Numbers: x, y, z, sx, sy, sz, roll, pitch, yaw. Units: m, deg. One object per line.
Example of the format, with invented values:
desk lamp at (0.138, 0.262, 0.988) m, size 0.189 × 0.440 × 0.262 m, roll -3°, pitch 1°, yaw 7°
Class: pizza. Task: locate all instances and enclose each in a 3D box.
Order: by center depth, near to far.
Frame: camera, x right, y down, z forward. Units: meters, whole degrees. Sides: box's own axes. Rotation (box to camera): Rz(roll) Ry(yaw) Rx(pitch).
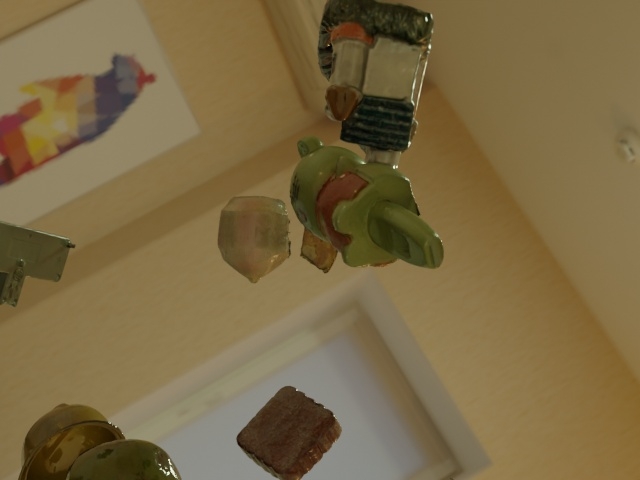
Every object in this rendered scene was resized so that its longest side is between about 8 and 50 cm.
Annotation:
pizza at (0.000, 0.000, 2.432) m, size 0.036 × 0.099 × 0.160 m, roll 172°, pitch -77°, yaw -77°

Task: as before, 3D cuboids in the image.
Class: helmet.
helmet at (-0.512, 0.415, 1.970) m, size 0.205 × 0.257 × 0.140 m, roll 19°, pitch 23°, yaw -40°

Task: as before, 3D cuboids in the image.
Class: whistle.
whistle at (0.046, -0.033, 1.127) m, size 0.288 × 0.106 × 0.131 m, roll 37°, pitch -33°, yaw 55°

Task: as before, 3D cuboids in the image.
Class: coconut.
coconut at (-0.091, -0.001, 1.404) m, size 0.110 × 0.110 × 0.124 m, roll -166°, pitch -102°, yaw -75°

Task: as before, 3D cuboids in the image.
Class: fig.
fig at (-0.326, 0.450, 1.688) m, size 0.230 × 0.207 × 0.207 m, roll 49°, pitch -15°, yaw 42°

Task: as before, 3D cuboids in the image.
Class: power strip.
power strip at (-0.544, 0.045, 1.758) m, size 0.061 × 0.145 × 0.216 m, roll 16°, pitch -1°, yaw 32°

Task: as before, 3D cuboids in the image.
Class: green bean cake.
green bean cake at (-0.049, 0.313, 1.584) m, size 0.136 × 0.135 × 0.056 m, roll 25°, pitch -26°, yaw 43°

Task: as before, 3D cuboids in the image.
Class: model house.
model house at (0.073, -0.219, 1.656) m, size 0.271 × 0.190 × 0.301 m, roll 97°, pitch 1°, yaw -75°

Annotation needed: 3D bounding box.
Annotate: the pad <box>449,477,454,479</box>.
pad at (0.293, 0.508, 1.833) m, size 0.112 × 0.003 × 0.157 m, roll 32°, pitch -24°, yaw 41°
